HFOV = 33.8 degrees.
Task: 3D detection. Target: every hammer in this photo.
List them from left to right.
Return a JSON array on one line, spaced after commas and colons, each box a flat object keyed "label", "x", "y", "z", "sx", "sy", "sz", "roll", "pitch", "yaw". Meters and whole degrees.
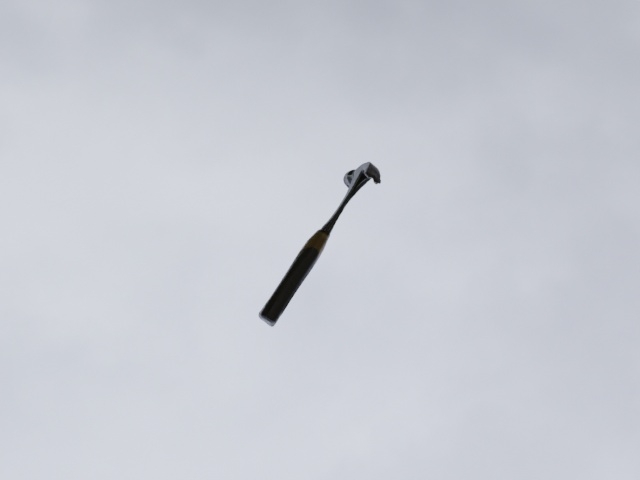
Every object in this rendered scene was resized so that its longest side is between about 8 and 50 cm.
[{"label": "hammer", "x": 0.000, "y": 0.000, "z": 1.047, "sx": 0.021, "sy": 0.078, "sz": 0.201, "roll": 38, "pitch": -111, "yaw": -13}]
